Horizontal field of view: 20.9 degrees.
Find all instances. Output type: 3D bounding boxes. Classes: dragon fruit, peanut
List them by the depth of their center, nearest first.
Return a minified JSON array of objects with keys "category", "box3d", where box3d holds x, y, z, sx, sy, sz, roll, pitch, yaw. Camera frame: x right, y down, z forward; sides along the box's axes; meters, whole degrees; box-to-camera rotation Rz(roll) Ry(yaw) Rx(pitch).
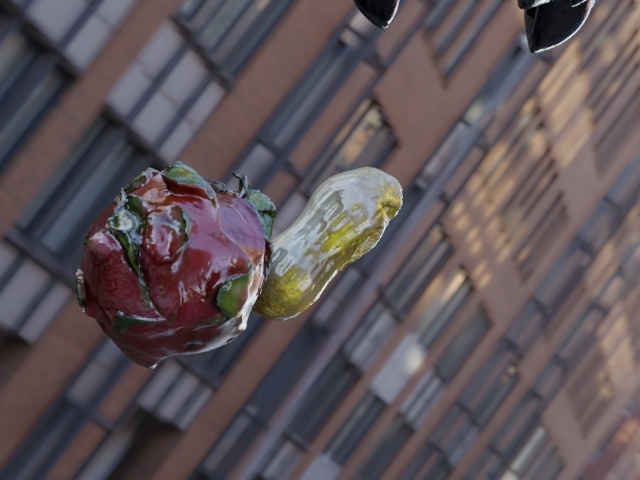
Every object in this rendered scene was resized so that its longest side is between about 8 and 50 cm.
[{"category":"dragon fruit","box3d":[-0.128,-0.002,1.642,0.198,0.269,0.200,7,-48,22]},{"category":"peanut","box3d":[0.000,0.000,1.811,0.087,0.207,0.087,43,-14,14]}]

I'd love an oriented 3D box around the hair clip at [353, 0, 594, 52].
[{"category":"hair clip","box3d":[0.104,-0.240,0.879,0.194,0.310,0.206,9,22,2]}]
